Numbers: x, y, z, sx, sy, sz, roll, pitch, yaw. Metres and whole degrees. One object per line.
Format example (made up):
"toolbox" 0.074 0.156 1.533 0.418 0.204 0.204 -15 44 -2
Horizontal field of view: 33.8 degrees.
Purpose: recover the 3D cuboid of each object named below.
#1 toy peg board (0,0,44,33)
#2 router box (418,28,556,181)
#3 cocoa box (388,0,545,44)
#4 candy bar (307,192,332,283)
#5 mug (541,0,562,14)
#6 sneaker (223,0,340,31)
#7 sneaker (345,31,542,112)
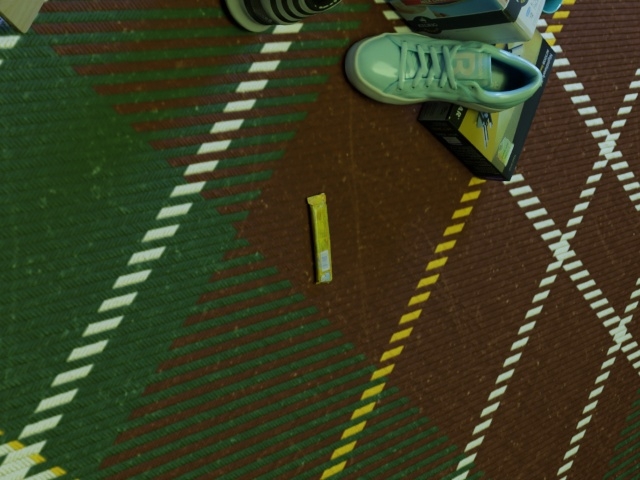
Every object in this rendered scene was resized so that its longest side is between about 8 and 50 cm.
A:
"toy peg board" -0.412 -0.378 1.335 0.161 0.079 0.160 -66 149 -16
"router box" 0.337 -0.308 2.094 0.243 0.081 0.309 35 70 -42
"cocoa box" 0.283 -0.556 1.898 0.228 0.231 0.347 36 69 -41
"candy bar" 0.000 0.000 1.833 0.040 0.018 0.161 -16 107 -40
"mug" 0.421 -0.537 2.139 0.129 0.097 0.158 -29 114 -39
"sneaker" 0.031 -0.530 1.625 0.169 0.257 0.447 29 74 -44
"sneaker" 0.229 -0.312 1.872 0.366 0.150 0.135 1 82 -24
